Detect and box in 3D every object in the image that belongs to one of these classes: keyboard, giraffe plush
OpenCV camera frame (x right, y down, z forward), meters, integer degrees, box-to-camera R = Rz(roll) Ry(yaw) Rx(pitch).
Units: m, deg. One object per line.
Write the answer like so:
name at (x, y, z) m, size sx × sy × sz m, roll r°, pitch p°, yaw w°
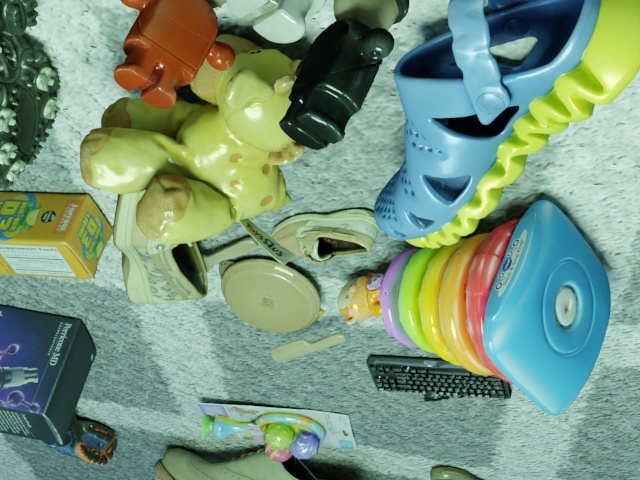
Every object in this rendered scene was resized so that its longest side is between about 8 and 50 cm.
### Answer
keyboard at (0.156, 0.187, 1.365) m, size 0.180 × 0.023 × 0.108 m, roll 2°, pitch 147°, yaw 21°
giraffe plush at (-0.078, -0.098, 0.898) m, size 0.210 × 0.181 × 0.170 m, roll 29°, pitch 125°, yaw -4°

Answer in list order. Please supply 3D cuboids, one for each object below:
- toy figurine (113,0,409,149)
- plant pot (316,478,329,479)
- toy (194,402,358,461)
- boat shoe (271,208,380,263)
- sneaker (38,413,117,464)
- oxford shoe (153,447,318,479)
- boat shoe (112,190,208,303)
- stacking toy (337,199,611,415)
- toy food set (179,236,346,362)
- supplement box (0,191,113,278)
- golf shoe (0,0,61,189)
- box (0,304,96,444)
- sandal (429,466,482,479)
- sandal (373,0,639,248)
toy figurine at (-0.053, -0.182, 0.710) m, size 0.213 × 0.148 × 0.209 m, roll 16°, pitch 159°, yaw 20°
plant pot at (0.050, 0.551, 1.794) m, size 0.254 × 0.254 × 0.239 m, roll -12°, pitch 156°, yaw 36°
toy at (-0.070, 0.304, 1.607) m, size 0.237 × 0.056 × 0.137 m, roll 6°, pitch 149°, yaw 13°
boat shoe at (0.000, 0.000, 1.108) m, size 0.135 × 0.045 × 0.050 m, roll -13°, pitch 139°, yaw 36°
sneaker at (-0.446, 0.318, 1.759) m, size 0.087 × 0.083 × 0.221 m, roll -5°, pitch 142°, yaw 37°
oxford shoe at (-0.102, 0.401, 1.726) m, size 0.397 × 0.146 × 0.140 m, roll 15°, pitch 175°, yaw 30°
boat shoe at (-0.164, -0.017, 1.104) m, size 0.089 × 0.104 × 0.285 m, roll 7°, pitch 154°, yaw -2°
stacking toy at (0.128, 0.061, 1.086) m, size 0.302 × 0.175 × 0.166 m, roll 1°, pitch 147°, yaw 46°
toy food set at (-0.061, 0.062, 1.247) m, size 0.132 × 0.038 × 0.192 m, roll -20°, pitch 125°, yaw 35°
supplement box at (-0.365, -0.009, 1.210) m, size 0.234 × 0.078 × 0.080 m, roll 3°, pitch 144°, yaw 16°
golf shoe at (-0.315, -0.161, 0.951) m, size 0.120 × 0.105 × 0.273 m, roll 24°, pitch 145°, yaw 13°
box at (-0.443, 0.182, 1.470) m, size 0.207 × 0.153 × 0.108 m, roll 8°, pitch 147°, yaw 8°
sandal at (0.251, 0.406, 1.646) m, size 0.180 × 0.049 × 0.072 m, roll 23°, pitch 147°, yaw -15°
sandal at (0.116, -0.111, 0.830) m, size 0.138 × 0.126 × 0.317 m, roll 25°, pitch 139°, yaw -11°
